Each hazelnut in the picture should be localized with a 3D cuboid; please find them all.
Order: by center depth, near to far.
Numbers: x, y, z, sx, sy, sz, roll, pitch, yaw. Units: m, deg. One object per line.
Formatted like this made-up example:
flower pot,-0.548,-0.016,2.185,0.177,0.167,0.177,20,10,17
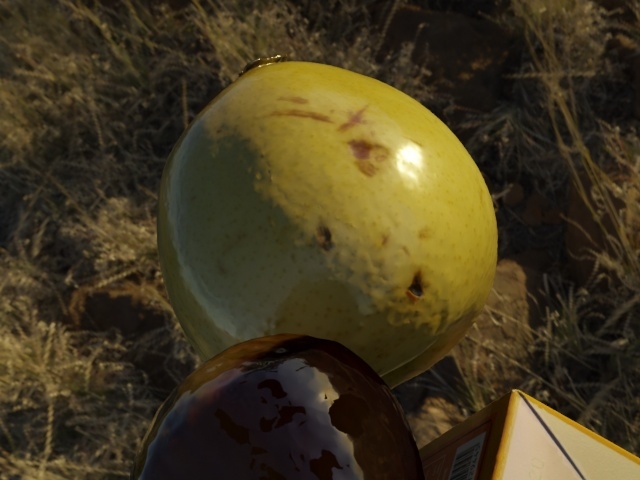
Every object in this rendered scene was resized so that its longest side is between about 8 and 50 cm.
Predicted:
hazelnut,-0.012,0.162,0.501,0.208,0.208,0.208,-18,51,24

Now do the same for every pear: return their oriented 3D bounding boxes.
pear,0.000,0.000,0.742,0.309,0.309,0.309,-18,51,24

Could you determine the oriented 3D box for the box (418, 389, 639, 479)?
box,0.181,0.329,0.674,0.214,0.260,0.283,-51,11,53
